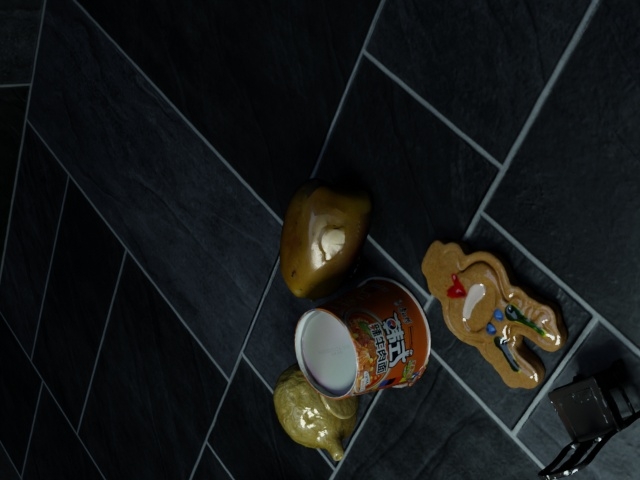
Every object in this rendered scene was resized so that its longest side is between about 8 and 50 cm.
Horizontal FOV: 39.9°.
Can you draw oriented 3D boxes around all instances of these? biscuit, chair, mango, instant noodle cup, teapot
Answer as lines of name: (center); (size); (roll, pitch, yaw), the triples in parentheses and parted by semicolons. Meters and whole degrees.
biscuit: (0.316, 0.126, 1.685); (0.334, 0.047, 0.202); (47, 131, 30)
chair: (0.432, 0.297, 1.467); (0.106, 0.229, 0.113); (-37, 76, 46)
mango: (0.000, 0.000, 1.923); (0.201, 0.152, 0.287); (41, 126, 47)
instant noodle cup: (0.079, 0.218, 1.862); (0.250, 0.192, 0.250); (17, 113, 45)
teapot: (0.009, 0.343, 1.980); (0.167, 0.203, 0.311); (-30, 54, 36)
